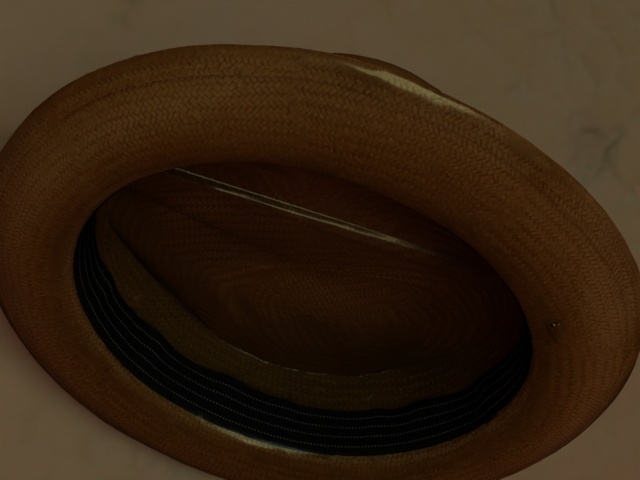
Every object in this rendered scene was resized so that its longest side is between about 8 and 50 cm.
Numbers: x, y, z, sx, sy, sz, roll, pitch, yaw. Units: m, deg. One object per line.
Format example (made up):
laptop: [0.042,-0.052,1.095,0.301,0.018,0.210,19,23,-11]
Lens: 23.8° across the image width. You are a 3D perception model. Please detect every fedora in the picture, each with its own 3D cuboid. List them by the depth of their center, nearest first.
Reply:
fedora: [0.000,0.000,0.454,0.194,0.194,0.079,26,42,-16]
